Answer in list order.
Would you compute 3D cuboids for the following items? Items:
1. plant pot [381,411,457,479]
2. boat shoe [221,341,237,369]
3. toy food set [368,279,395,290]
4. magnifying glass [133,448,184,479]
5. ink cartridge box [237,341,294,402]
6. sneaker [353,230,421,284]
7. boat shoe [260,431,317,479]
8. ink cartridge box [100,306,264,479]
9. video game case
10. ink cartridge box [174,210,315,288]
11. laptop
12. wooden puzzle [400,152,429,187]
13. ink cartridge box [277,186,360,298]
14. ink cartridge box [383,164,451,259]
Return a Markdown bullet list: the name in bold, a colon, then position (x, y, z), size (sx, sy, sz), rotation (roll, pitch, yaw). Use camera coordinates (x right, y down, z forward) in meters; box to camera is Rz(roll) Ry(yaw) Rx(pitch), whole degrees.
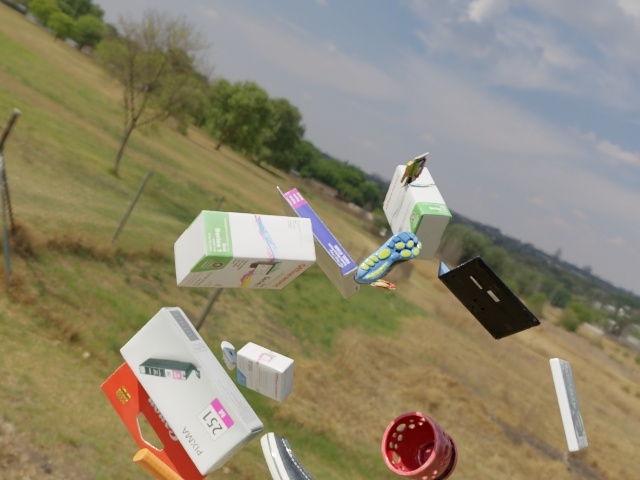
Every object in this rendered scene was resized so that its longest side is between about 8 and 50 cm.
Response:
- **plant pot**: position (0.306, 0.624, 2.182), size (0.174, 0.191, 0.191), rotation (36, -2, -42)
- **boat shoe**: position (-0.237, 0.296, 1.876), size (0.035, 0.035, 0.100), rotation (21, 16, -33)
- **toy food set**: position (0.168, 0.123, 2.052), size (0.083, 0.020, 0.083), rotation (7, 6, -46)
- **magnifying glass**: position (-0.190, 0.392, 1.102), size (0.231, 0.092, 0.026), rotation (49, 41, -18)
- **ink cartridge box**: position (-0.123, 0.294, 1.636), size (0.122, 0.088, 0.052), rotation (19, 32, 26)
- **sneaker**: position (0.144, 0.038, 1.606), size (0.067, 0.188, 0.078), rotation (58, -27, 1)
- **boat shoe**: position (0.040, 0.617, 1.604), size (0.500, 0.156, 0.186), rotation (49, -15, 23)
- **ink cartridge box**: position (-0.267, 0.296, 1.305), size (0.275, 0.239, 0.060), rotation (51, 16, 16)
- **video game case**: position (0.538, 0.354, 1.584), size (0.022, 0.190, 0.173), rotation (-15, -18, 22)
- **ink cartridge box**: position (-0.178, 0.029, 1.731), size (0.278, 0.117, 0.201), rotation (4, -25, -30)
- **laptop**: position (0.438, 0.131, 1.936), size (0.234, 0.136, 0.264), rotation (46, -35, -4)
- **wooden puzzle**: position (0.191, -0.140, 1.473), size (0.014, 0.078, 0.116), rotation (34, 35, 16)
- **ink cartridge box**: position (0.000, 0.000, 2.254), size (0.324, 0.071, 0.330), rotation (52, -10, 18)
- **ink cartridge box**: position (0.243, -0.074, 1.883), size (0.087, 0.153, 0.208), rotation (2, 41, -18)
